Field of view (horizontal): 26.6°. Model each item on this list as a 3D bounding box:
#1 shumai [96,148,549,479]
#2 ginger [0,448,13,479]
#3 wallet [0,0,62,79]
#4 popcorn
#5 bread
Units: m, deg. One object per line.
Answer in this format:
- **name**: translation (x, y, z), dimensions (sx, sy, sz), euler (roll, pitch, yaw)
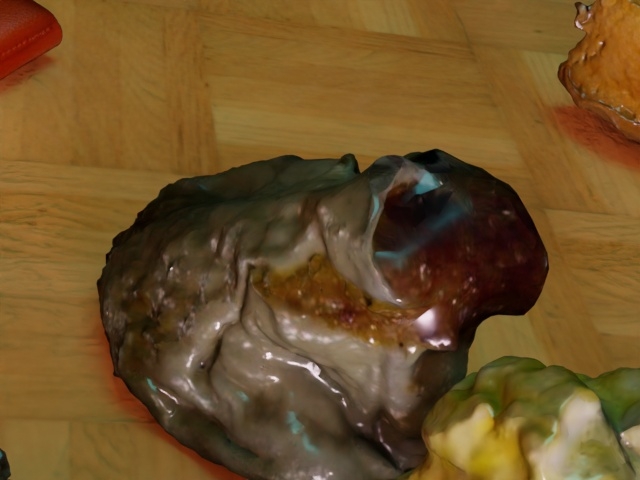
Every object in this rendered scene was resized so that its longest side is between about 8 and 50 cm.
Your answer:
- **shumai**: translation (0.000, 0.000, 0.777), dimensions (0.222, 0.203, 0.272), euler (-21, 45, -41)
- **ginger**: translation (-0.082, 0.183, 0.619), dimensions (0.290, 0.084, 0.122), euler (26, 16, 21)
- **wallet**: translation (-0.302, -0.140, 0.985), dimensions (0.142, 0.045, 0.204), euler (26, 38, 12)
- **popcorn**: translation (0.125, 0.144, 0.646), dimensions (0.187, 0.167, 0.185), euler (13, 64, -1)
- **bread**: translation (0.323, -0.140, 1.123), dimensions (0.229, 0.143, 0.139), euler (-4, 39, -21)
